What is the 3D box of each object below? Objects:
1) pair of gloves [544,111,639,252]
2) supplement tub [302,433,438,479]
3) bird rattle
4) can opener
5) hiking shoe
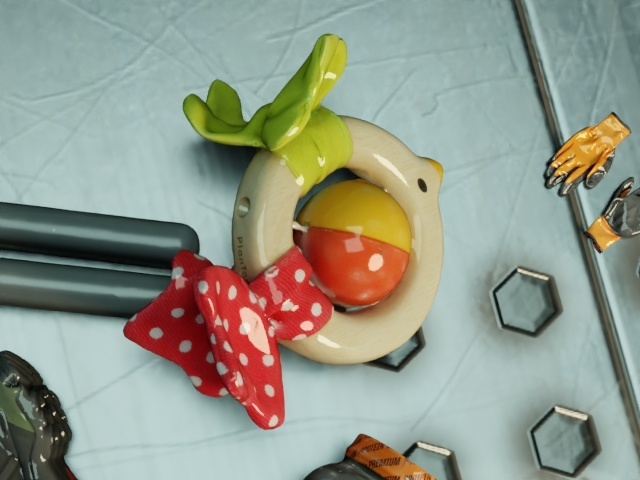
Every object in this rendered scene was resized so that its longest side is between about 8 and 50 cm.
[{"bbox_3d":[0.203,-0.041,1.120,0.074,0.010,0.083,-37,86,-10],"label":"pair of gloves"},{"bbox_3d":[0.008,0.225,1.006,0.117,0.117,0.190,36,79,2],"label":"supplement tub"},{"bbox_3d":[0.000,0.000,1.026,0.207,0.143,0.254,17,66,-33],"label":"bird rattle"},{"bbox_3d":[-0.219,0.007,1.041,0.280,0.093,0.074,8,79,-8],"label":"can opener"},{"bbox_3d":[-0.199,0.191,1.022,0.114,0.086,0.227,-23,77,6],"label":"hiking shoe"}]
